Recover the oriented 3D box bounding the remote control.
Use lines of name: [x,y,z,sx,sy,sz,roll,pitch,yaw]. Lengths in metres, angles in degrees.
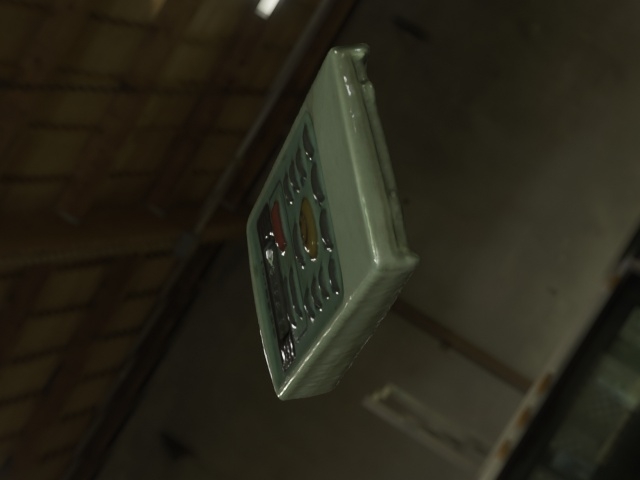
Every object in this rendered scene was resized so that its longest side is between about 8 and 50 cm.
remote control: [0.000,0.000,0.976,0.038,0.123,0.285,-9,-14,-12]
